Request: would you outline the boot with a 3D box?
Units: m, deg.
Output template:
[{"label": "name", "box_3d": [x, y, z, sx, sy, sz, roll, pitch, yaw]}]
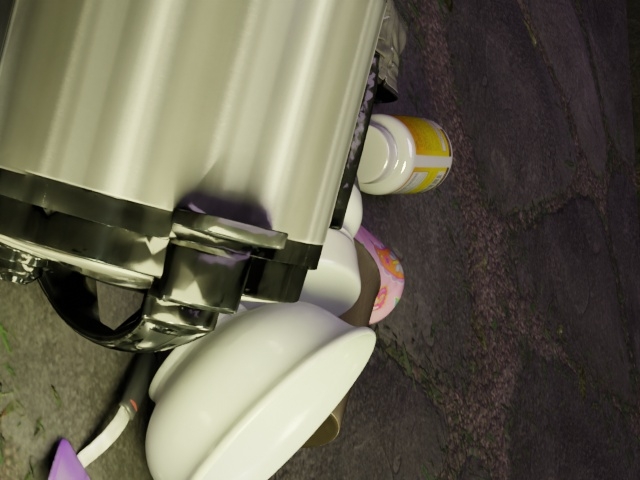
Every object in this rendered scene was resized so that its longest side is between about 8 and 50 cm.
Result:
[{"label": "boot", "box_3d": [0.065, -0.324, 2.525, 0.246, 0.083, 0.161, 44, 46, -46]}]

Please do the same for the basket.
[{"label": "basket", "box_3d": [-0.020, 0.124, 2.042, 0.204, 0.154, 0.227, 66, 28, -49]}]

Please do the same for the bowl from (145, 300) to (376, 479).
[{"label": "bowl", "box_3d": [-0.088, 0.162, 1.801, 0.134, 0.298, 0.298, 44, 22, 14]}]

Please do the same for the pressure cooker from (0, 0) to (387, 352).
[{"label": "pressure cooker", "box_3d": [-0.155, -0.107, 1.566, 0.370, 0.375, 0.420, 10, 95, -78]}]

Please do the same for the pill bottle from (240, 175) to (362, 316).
[{"label": "pill bottle", "box_3d": [-0.061, -0.089, 1.950, 0.204, 0.204, 0.361, 38, 36, -52]}]

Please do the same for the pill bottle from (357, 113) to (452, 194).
[{"label": "pill bottle", "box_3d": [0.104, -0.125, 2.451, 0.215, 0.117, 0.117, -4, 81, -64]}]

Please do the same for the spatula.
[{"label": "spatula", "box_3d": [-0.217, 0.194, 1.737, 0.084, 0.030, 0.296, 65, 27, -23]}]

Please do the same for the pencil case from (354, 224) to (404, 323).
[{"label": "pencil case", "box_3d": [0.000, 0.000, 2.185, 0.284, 0.124, 0.124, 44, 40, -46]}]
